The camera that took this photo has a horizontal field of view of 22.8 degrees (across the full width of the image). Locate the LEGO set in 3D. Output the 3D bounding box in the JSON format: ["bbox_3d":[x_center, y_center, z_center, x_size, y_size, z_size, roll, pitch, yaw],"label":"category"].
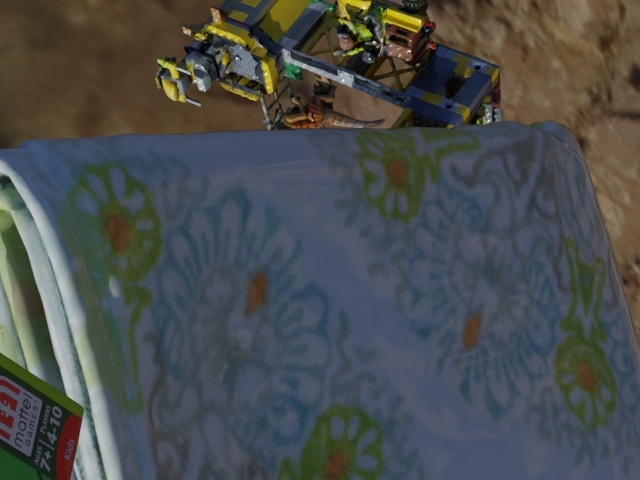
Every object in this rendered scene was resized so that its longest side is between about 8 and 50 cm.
[{"bbox_3d":[0.000,0.000,1.048,0.255,0.331,0.192,28,61,17],"label":"LEGO set"}]

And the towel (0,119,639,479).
[{"bbox_3d":[0.031,0.108,0.662,0.090,0.374,0.320,-17,82,43],"label":"towel"}]

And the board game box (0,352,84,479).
[{"bbox_3d":[-0.116,0.118,0.359,0.092,0.043,0.181,-19,48,31],"label":"board game box"}]
